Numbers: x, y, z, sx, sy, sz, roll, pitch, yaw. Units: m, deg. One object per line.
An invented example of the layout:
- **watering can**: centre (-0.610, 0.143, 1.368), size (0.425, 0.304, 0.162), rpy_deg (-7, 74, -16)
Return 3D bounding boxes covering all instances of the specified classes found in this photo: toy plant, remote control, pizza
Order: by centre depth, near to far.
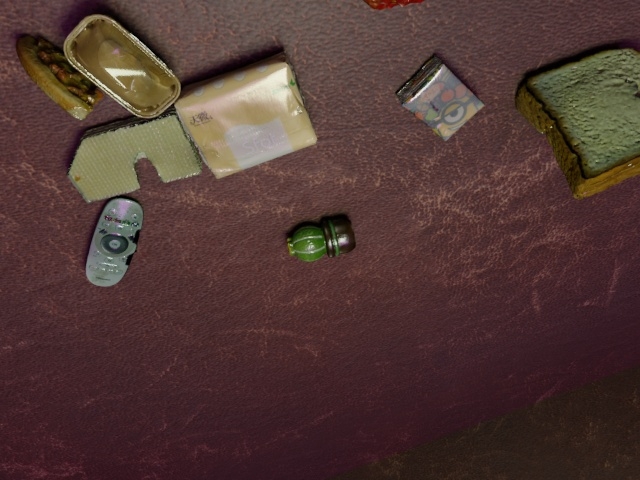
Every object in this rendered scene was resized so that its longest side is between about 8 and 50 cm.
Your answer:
- **pizza**: centre (-0.412, -0.266, 0.782), size (0.046, 0.134, 0.175), rpy_deg (-44, 90, 15)
- **remote control**: centre (-0.459, 0.006, 1.073), size (0.097, 0.045, 0.256), rpy_deg (16, 124, -29)
- **toy plant**: centre (0.000, 0.000, 1.158), size (0.162, 0.093, 0.093), rpy_deg (-12, 135, 0)

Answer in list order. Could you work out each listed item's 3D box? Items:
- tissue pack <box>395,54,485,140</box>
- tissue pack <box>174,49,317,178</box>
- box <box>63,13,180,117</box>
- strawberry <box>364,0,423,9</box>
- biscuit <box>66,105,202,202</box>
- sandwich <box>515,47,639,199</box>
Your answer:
- **tissue pack**: centre (0.241, -0.282, 0.968), size (0.148, 0.060, 0.108), rpy_deg (28, 120, -35)
- **tissue pack**: centre (-0.133, -0.228, 0.898), size (0.222, 0.090, 0.186), rpy_deg (-19, 133, 3)
- **box**: centre (-0.318, -0.283, 0.786), size (0.111, 0.111, 0.177), rpy_deg (-35, 132, 18)
- **strawberry**: centre (0.155, -0.485, 0.630), size (0.343, 0.292, 0.292), rpy_deg (-25, 136, 30)
- **biscuit**: centre (-0.365, -0.161, 0.932), size (0.249, 0.046, 0.147), rpy_deg (-17, 136, 0)
- **sandwich**: centre (0.558, -0.242, 0.942), size (0.248, 0.273, 0.095), rpy_deg (-20, 150, 5)
